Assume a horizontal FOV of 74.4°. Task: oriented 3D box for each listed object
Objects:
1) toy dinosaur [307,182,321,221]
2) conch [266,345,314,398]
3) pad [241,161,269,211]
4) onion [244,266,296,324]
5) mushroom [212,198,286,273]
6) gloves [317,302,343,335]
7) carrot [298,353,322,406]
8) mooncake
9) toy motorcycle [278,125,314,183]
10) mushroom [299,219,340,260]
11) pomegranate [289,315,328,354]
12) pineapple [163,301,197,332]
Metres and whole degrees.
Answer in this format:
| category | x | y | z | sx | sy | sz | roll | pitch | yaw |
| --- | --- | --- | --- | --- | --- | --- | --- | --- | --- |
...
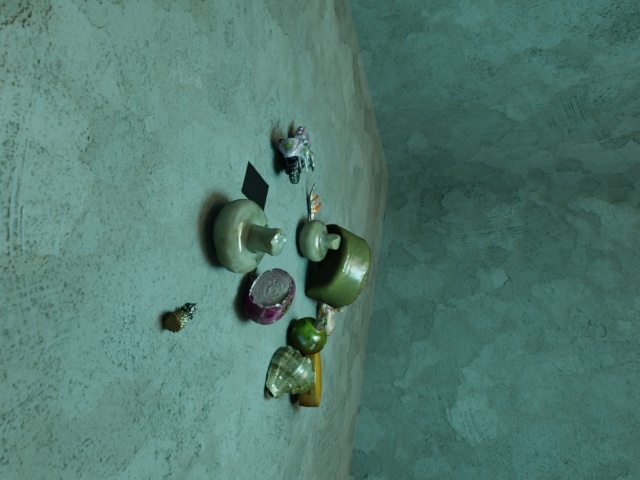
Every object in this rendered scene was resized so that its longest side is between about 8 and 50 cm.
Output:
| category | x | y | z | sx | sy | sz | roll | pitch | yaw |
| --- | --- | --- | --- | --- | --- | --- | --- | --- | --- |
| toy dinosaur | -0.035 | -0.160 | 2.133 | 0.101 | 0.055 | 0.280 | -45 | 136 | -50 |
| conch | -0.111 | 0.576 | 1.823 | 0.291 | 0.159 | 0.210 | -32 | 123 | -66 |
| pad | -0.242 | -0.195 | 1.591 | 0.190 | 0.004 | 0.127 | 54 | 42 | -62 |
| onion | -0.186 | 0.216 | 1.556 | 0.207 | 0.200 | 0.201 | -87 | 166 | -44 |
| mushroom | -0.216 | -0.010 | 1.350 | 0.243 | 0.243 | 0.244 | 2 | 90 | -71 |
| gloves | 0.042 | 0.401 | 2.322 | 0.145 | 0.126 | 0.241 | -10 | 106 | -46 |
| carrot | -0.048 | 0.651 | 2.062 | 0.258 | 0.100 | 0.307 | 83 | 7 | -66 |
| mooncake | 0.083 | 0.139 | 2.185 | 0.394 | 0.246 | 0.393 | -58 | -152 | 16 |
| toy motorcycle | -0.097 | -0.389 | 1.789 | 0.327 | 0.143 | 0.188 | -77 | 160 | -48 |
| mushroom | 0.000 | 0.000 | 2.024 | 0.204 | 0.204 | 0.204 | 2 | 90 | -71 |
| pomegranate | -0.039 | 0.425 | 1.943 | 0.180 | 0.210 | 0.180 | 36 | 24 | -19 |
| pineapple | -0.384 | 0.207 | 1.170 | 0.124 | 0.058 | 0.058 | -71 | 159 | -75 |
